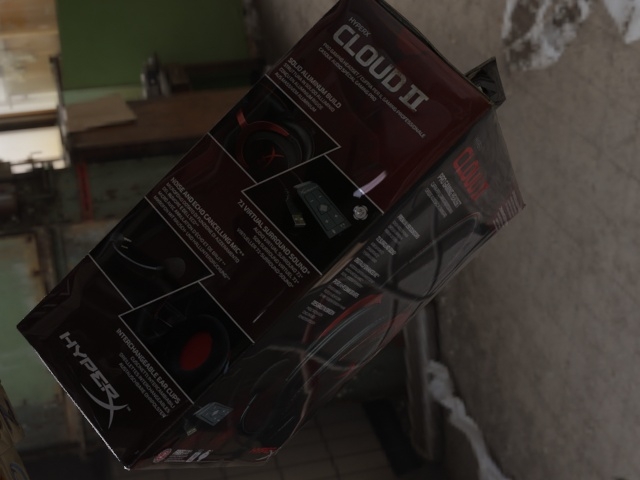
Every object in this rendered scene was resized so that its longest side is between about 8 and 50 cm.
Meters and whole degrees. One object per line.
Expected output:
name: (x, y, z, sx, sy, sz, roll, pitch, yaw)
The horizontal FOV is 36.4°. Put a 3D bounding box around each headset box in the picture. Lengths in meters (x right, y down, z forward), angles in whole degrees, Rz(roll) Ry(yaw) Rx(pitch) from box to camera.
headset box: (0.000, 0.000, 0.596, 0.110, 0.293, 0.218, 46, -178, 19)

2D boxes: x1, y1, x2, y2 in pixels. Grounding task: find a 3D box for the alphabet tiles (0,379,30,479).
alphabet tiles: (-0.304, 0.103, 0.764, 0.342, 0.011, 0.285, 153, 92, -83)
